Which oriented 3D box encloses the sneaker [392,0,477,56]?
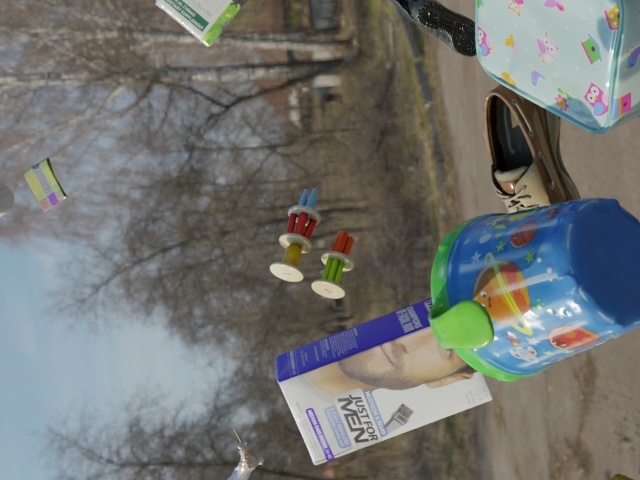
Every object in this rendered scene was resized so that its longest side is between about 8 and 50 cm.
[{"bbox_3d":[0.166,-0.336,1.224,0.051,0.170,0.089,-56,39,17],"label":"sneaker"}]

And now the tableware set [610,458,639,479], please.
[{"bbox_3d":[0.297,0.217,0.683,0.024,0.154,0.104,-3,63,58],"label":"tableware set"}]

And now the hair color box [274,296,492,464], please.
[{"bbox_3d":[0.110,0.243,1.453,0.110,0.339,0.185,-110,-2,-71],"label":"hair color box"}]

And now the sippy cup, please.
[{"bbox_3d":[0.300,0.051,1.062,0.224,0.240,0.305,-28,30,57],"label":"sippy cup"}]

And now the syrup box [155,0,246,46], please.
[{"bbox_3d":[-0.117,-0.392,1.126,0.093,0.237,0.096,38,-169,-21],"label":"syrup box"}]

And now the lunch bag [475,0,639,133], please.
[{"bbox_3d":[0.311,-0.271,1.046,0.279,0.108,0.224,49,158,47],"label":"lunch bag"}]

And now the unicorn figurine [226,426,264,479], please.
[{"bbox_3d":[-0.161,0.470,1.699,0.111,0.060,0.162,36,-108,-74],"label":"unicorn figurine"}]

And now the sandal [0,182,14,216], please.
[{"bbox_3d":[-0.532,-0.043,1.073,0.102,0.265,0.076,-77,-4,-51],"label":"sandal"}]

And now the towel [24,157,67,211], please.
[{"bbox_3d":[-0.365,-0.073,1.091,0.083,0.009,0.060,-19,99,50],"label":"towel"}]

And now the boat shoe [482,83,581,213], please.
[{"bbox_3d":[0.320,-0.094,1.291,0.123,0.116,0.324,-13,93,53],"label":"boat shoe"}]

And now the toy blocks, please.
[{"bbox_3d":[0.000,0.000,1.256,0.054,0.123,0.148,134,156,-60],"label":"toy blocks"}]
